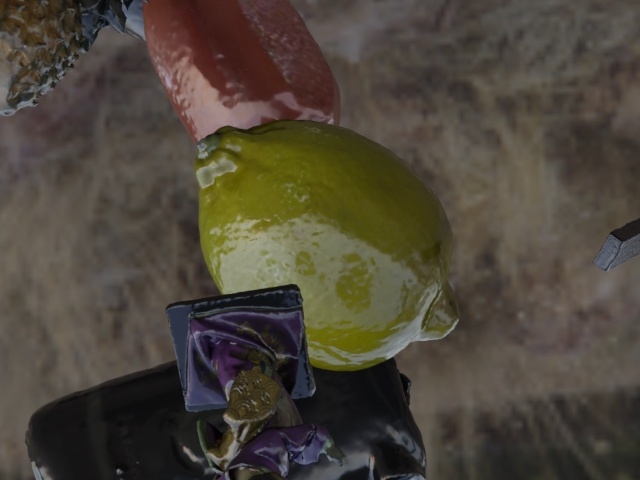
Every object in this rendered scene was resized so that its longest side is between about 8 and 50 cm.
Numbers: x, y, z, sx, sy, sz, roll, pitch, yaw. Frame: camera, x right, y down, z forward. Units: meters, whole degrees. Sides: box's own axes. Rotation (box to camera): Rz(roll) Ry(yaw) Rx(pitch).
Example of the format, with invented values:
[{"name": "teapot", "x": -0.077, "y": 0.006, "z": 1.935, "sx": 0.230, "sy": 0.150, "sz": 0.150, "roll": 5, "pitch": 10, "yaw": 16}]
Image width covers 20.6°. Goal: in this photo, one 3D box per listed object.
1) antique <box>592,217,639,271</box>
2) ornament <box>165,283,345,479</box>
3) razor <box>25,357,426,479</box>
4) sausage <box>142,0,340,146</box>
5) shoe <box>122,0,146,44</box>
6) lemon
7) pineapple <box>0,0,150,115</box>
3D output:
[{"name": "antique", "x": 0.258, "y": -0.006, "z": 1.396, "sx": 0.015, "sy": 0.031, "sz": 0.192, "roll": 33, "pitch": -158, "yaw": 18}, {"name": "ornament", "x": -0.028, "y": 0.108, "z": 0.977, "sx": 0.081, "sy": 0.088, "sz": 0.203, "roll": -13, "pitch": -153, "yaw": -6}, {"name": "razor", "x": -0.083, "y": 0.187, "z": 1.537, "sx": 0.349, "sy": 0.204, "sz": 0.113, "roll": -18, "pitch": 149, "yaw": 1}, {"name": "sausage", "x": -0.072, "y": -0.152, "z": 1.565, "sx": 0.148, "sy": 0.254, "sz": 0.148, "roll": -29, "pitch": 172, "yaw": -5}, {"name": "shoe", "x": -0.215, "y": -0.318, "z": 1.830, "sx": 0.237, "sy": 0.171, "sz": 0.384, "roll": 35, "pitch": 174, "yaw": -28}, {"name": "lemon", "x": 0.000, "y": 0.000, "z": 1.377, "sx": 0.248, "sy": 0.184, "sz": 0.184, "roll": 38, "pitch": 159, "yaw": -8}, {"name": "pineapple", "x": -0.211, "y": -0.194, "z": 1.416, "sx": 0.125, "sy": 0.125, "sz": 0.251, "roll": -11, "pitch": -159, "yaw": 39}]
